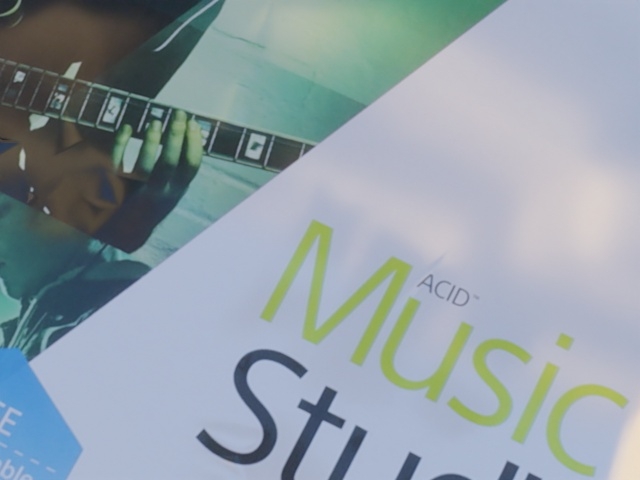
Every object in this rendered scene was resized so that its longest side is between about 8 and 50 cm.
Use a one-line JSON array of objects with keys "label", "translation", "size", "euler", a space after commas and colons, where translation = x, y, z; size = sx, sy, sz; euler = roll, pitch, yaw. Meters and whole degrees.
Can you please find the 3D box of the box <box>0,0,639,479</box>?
[{"label": "box", "translation": [0.000, 0.000, 0.429], "size": [0.232, 0.058, 0.322], "euler": [25, 73, 11]}]
